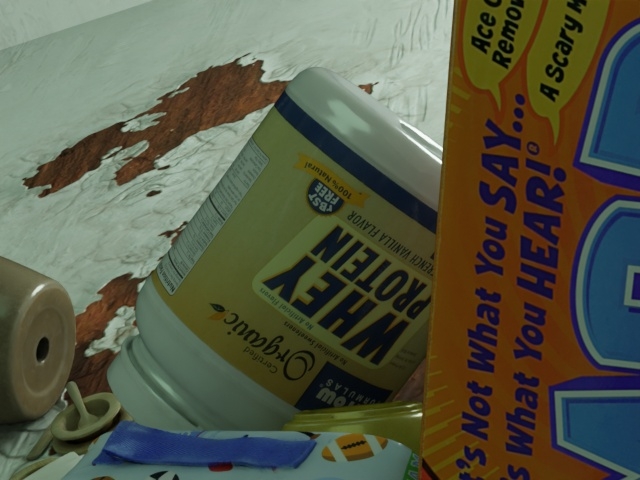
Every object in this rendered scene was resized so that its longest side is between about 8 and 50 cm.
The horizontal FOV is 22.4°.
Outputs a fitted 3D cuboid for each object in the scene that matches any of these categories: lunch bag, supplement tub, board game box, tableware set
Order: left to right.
[{"bbox_3d":[-0.249,0.203,1.569,0.128,0.039,0.194,-10,26,26],"label":"tableware set"},{"bbox_3d":[-0.048,0.232,1.077,0.303,0.243,0.115,-5,28,32],"label":"lunch bag"},{"bbox_3d":[-0.011,0.040,1.351,0.316,0.228,0.228,-54,23,8],"label":"supplement tub"},{"bbox_3d":[0.262,0.002,0.950,0.356,0.356,0.356,6,13,9],"label":"board game box"}]

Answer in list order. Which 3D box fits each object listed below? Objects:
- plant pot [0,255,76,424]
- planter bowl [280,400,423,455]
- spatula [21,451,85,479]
[{"bbox_3d":[-0.391,0.101,1.699,0.229,0.263,0.263,8,33,19],"label":"plant pot"},{"bbox_3d":[0.032,0.169,1.216,0.217,0.090,0.217,-6,-3,0],"label":"planter bowl"},{"bbox_3d":[-0.151,0.213,1.459,0.242,0.019,0.168,-27,34,-26],"label":"spatula"}]
